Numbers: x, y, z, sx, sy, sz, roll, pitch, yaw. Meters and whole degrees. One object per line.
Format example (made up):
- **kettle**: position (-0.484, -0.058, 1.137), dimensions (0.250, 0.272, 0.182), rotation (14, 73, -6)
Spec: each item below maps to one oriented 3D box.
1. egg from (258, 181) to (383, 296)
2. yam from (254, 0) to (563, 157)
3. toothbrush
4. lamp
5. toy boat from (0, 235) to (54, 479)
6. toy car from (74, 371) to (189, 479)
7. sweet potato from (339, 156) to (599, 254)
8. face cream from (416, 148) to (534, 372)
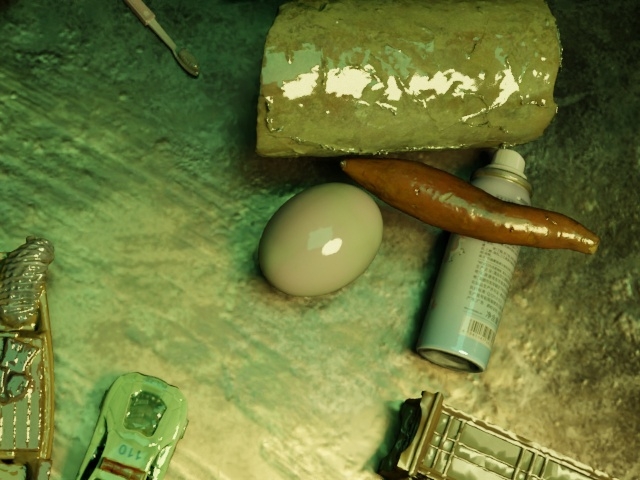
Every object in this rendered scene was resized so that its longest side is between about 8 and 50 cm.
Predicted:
- **egg**: position (0.000, 0.000, 1.255), dimensions (0.135, 0.103, 0.103), rotation (-35, 84, -19)
- **yam**: position (0.074, -0.168, 1.280), dimensions (0.304, 0.168, 0.168), rotation (-3, 76, -12)
- **toothbrush**: position (-0.190, -0.245, 1.328), dimensions (0.014, 0.017, 0.194), rotation (-40, 83, -23)
- **lamp**: position (0.224, 0.251, 1.242), dimensions (0.325, 0.090, 0.089), rotation (25, 72, -5)
- **toy boat**: position (-0.285, 0.152, 1.156), dimensions (0.089, 0.121, 0.321), rotation (2, 75, -16)
- **toy car**: position (-0.182, 0.214, 1.191), dimensions (0.093, 0.058, 0.186), rotation (22, 73, -6)
- **sweet potato**: position (0.143, -0.031, 1.247), dimensions (0.264, 0.057, 0.057), rotation (21, 73, 5)
- **face cream**: position (0.163, 0.016, 1.297), dimensions (0.075, 0.075, 0.229), rotation (21, 73, -5)
